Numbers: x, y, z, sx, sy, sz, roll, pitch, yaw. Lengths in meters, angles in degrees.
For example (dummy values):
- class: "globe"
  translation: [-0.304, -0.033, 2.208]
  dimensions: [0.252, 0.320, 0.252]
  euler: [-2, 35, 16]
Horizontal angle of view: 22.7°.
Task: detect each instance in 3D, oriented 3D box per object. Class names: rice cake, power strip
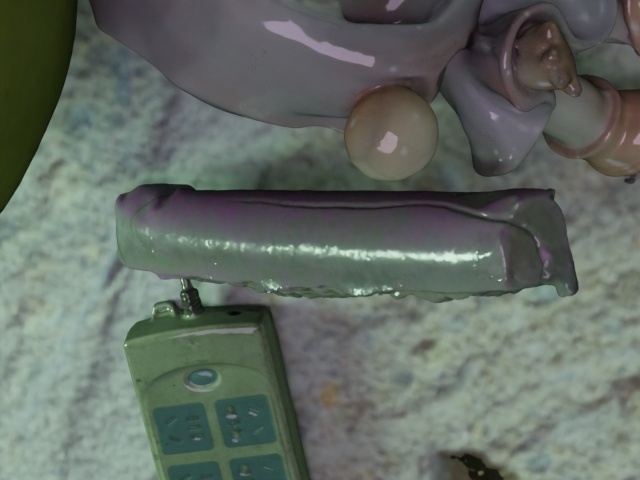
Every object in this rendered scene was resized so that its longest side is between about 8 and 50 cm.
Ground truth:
- class: "rice cake"
  translation: [0.001, 0.000, 0.724]
  dimensions: [0.270, 0.049, 0.055]
  euler: [4, 89, 45]
- class: "power strip"
  translation: [-0.049, 0.122, 0.860]
  dimensions: [0.080, 0.029, 0.226]
  euler: [-8, 110, 13]

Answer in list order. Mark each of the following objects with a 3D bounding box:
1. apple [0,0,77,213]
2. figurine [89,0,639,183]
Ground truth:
- class: "apple"
  translation: [-0.272, -0.110, 0.631]
  dimensions: [0.357, 0.357, 0.357]
  euler: [3, 112, 8]
- class: "figurine"
  translation: [0.038, -0.102, 0.685]
  dimensions: [0.276, 0.200, 0.133]
  euler: [14, 152, -19]
